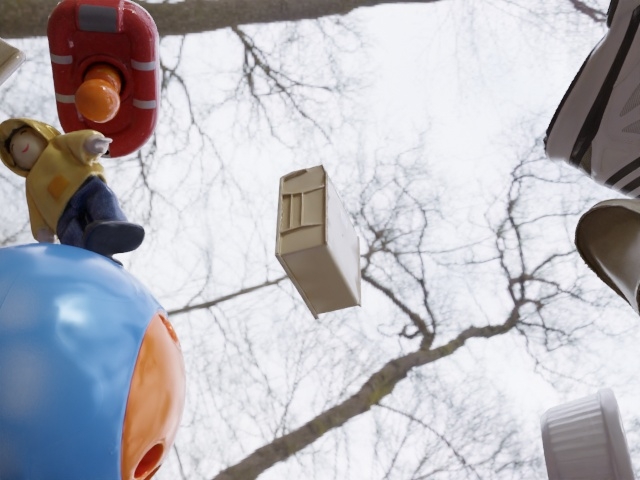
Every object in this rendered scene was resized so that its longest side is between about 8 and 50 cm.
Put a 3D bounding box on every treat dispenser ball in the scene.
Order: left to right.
[{"bbox_3d":[-0.278,0.146,0.731,0.288,0.288,0.289,19,-65,49],"label":"treat dispenser ball"}]

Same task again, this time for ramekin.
[{"bbox_3d":[0.445,0.387,1.205,0.127,0.273,0.273,-13,-91,17],"label":"ramekin"}]

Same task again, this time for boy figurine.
[{"bbox_3d":[-0.327,-0.074,0.948,0.177,0.092,0.285,-52,-122,18],"label":"boy figurine"}]

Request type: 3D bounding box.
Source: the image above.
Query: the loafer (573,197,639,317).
[{"bbox_3d":[0.349,0.033,0.749,0.268,0.092,0.102,48,-52,52],"label":"loafer"}]

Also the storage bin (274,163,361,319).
[{"bbox_3d":[0.000,0.000,1.751,0.262,0.123,0.261,61,22,-45],"label":"storage bin"}]

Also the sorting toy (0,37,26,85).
[{"bbox_3d":[-0.379,-0.175,0.633,0.229,0.307,0.041,31,-29,0],"label":"sorting toy"}]

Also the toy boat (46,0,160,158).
[{"bbox_3d":[-0.304,-0.213,1.029,0.151,0.150,0.231,-96,-169,-52],"label":"toy boat"}]

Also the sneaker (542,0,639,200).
[{"bbox_3d":[0.498,-0.244,0.950,0.257,0.169,0.448,36,-53,26],"label":"sneaker"}]
